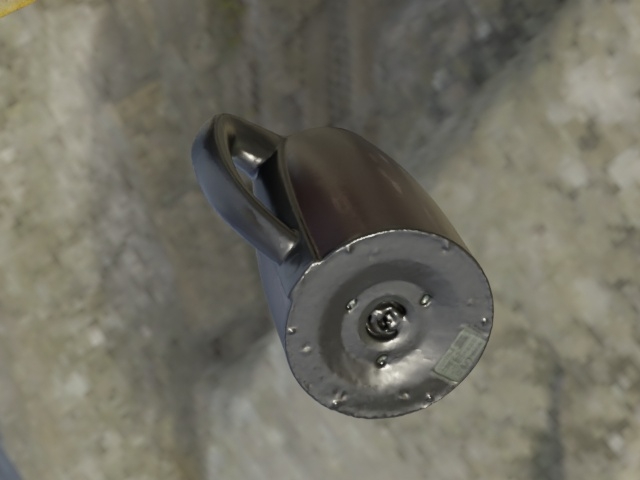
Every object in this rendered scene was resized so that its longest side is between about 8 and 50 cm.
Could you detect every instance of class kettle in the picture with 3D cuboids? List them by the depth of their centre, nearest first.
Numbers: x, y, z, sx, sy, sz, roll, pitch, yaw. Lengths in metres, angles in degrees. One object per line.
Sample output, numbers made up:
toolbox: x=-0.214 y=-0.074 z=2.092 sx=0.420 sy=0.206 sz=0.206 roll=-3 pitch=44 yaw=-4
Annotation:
kettle: x=0.000 y=0.000 z=1.355 sx=0.202 sy=0.144 sz=0.232 roll=22 pitch=-162 yaw=-23

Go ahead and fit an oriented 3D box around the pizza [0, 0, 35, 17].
pizza: x=-0.222 y=-0.161 z=1.096 sx=0.036 sy=0.160 sz=0.099 roll=89 pitch=170 yaw=-69
